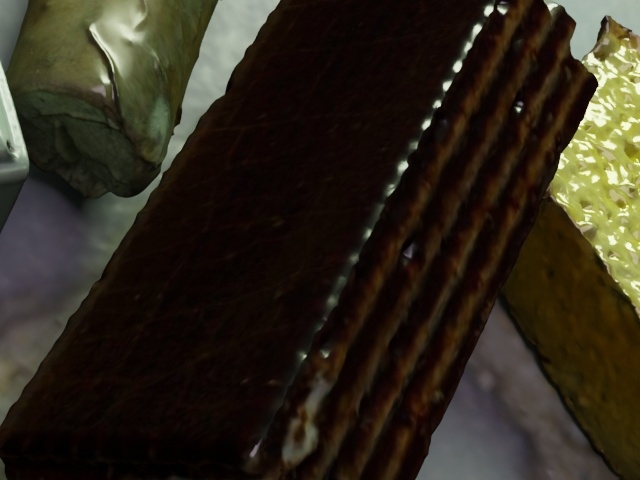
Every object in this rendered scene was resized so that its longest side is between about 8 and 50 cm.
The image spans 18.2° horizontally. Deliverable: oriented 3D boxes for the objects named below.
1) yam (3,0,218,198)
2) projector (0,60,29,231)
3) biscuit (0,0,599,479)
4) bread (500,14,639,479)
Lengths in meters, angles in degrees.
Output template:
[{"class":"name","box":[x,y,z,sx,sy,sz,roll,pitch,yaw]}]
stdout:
[{"class":"yam","box":[-0.051,-0.150,0.747,0.067,0.071,0.317,2,52,17]},{"class":"projector","box":[-0.170,-0.067,0.645,0.115,0.061,0.147,-9,64,-28]},{"class":"biscuit","box":[0.000,0.000,0.644,0.070,0.106,0.252,59,43,-33]},{"class":"bread","box":[0.124,0.011,0.735,0.103,0.065,0.187,-23,73,-33]}]
